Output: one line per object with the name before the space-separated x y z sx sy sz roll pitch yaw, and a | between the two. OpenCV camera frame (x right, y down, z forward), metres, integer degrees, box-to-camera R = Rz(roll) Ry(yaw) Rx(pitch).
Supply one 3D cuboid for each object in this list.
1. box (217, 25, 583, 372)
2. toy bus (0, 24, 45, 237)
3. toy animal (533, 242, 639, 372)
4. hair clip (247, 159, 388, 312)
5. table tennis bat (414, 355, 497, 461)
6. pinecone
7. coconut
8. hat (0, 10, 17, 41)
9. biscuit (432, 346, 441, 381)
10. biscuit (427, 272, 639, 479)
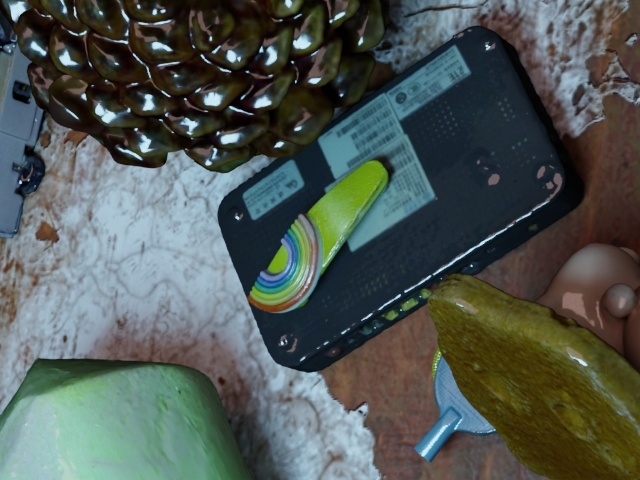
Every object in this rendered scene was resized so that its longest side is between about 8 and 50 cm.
box | 0.069 -0.036 1.761 0.350 0.058 0.211 -34 59 20
toy bus | -0.377 -0.166 2.061 0.138 0.112 0.317 8 79 39
toy animal | 0.290 0.082 1.520 0.198 0.171 0.171 13 83 34
hair clip | 0.000 0.000 1.741 0.188 0.033 0.060 -51 59 10
table tennis bat | 0.141 0.139 1.656 0.100 0.019 0.155 42 99 27
pinecone | -0.127 -0.258 1.772 0.398 0.398 0.397 -10 70 30
coconut | -0.209 0.250 1.725 0.328 0.281 0.328 33 128 54
hat | -0.457 -0.255 1.931 0.238 0.336 0.209 -30 91 17
biscuit | 0.144 0.119 1.685 0.084 0.023 0.084 -10 71 31
biscuit | 0.209 0.140 1.500 0.257 0.273 0.049 25 62 42
